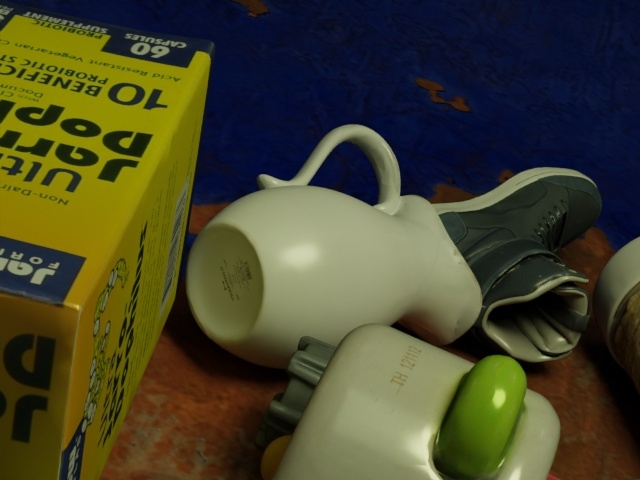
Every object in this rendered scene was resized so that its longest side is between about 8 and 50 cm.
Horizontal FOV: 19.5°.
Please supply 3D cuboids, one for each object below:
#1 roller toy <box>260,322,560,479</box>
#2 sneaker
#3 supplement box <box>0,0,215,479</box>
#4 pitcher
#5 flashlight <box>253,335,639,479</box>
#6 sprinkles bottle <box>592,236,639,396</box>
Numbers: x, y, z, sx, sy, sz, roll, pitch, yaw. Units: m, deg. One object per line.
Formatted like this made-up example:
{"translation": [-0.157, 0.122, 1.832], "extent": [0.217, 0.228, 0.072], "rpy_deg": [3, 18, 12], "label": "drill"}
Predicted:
{"translation": [0.033, 0.152, 1.039], "extent": [0.146, 0.209, 0.191], "rpy_deg": [24, -6, 5], "label": "roller toy"}
{"translation": [0.174, 0.019, 1.445], "extent": [0.226, 0.086, 0.163], "rpy_deg": [-18, 35, -35], "label": "sneaker"}
{"translation": [-0.198, 0.013, 1.089], "extent": [0.194, 0.195, 0.356], "rpy_deg": [12, 29, 2], "label": "supplement box"}
{"translation": [0.000, 0.000, 1.316], "extent": [0.207, 0.125, 0.177], "rpy_deg": [-5, 66, -44], "label": "pitcher"}
{"translation": [0.112, 0.152, 1.169], "extent": [0.304, 0.103, 0.103], "rpy_deg": [25, 10, 2], "label": "flashlight"}
{"translation": [0.299, 0.132, 1.313], "extent": [0.121, 0.121, 0.355], "rpy_deg": [10, 31, -19], "label": "sprinkles bottle"}
